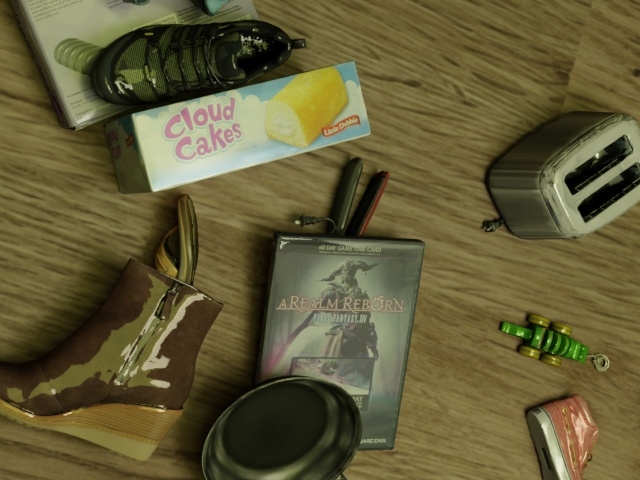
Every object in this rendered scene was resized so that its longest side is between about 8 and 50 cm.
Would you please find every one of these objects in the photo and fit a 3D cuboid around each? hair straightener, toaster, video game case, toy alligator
[{"bbox_3d":[0.000,0.000,1.374,0.089,0.047,0.231,27,87,-21],"label":"hair straightener"},{"bbox_3d":[0.324,-0.081,1.442,0.227,0.146,0.129,-32,103,-18],"label":"toaster"},{"bbox_3d":[0.019,0.129,1.365,0.196,0.026,0.274,3,104,-22],"label":"video game case"},{"bbox_3d":[0.331,0.145,1.508,0.189,0.051,0.056,21,85,-22],"label":"toy alligator"}]

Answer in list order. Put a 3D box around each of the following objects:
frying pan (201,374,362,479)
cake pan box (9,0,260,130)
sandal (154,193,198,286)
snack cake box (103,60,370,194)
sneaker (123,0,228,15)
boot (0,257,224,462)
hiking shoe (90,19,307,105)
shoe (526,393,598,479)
[{"bbox_3d":[0.006,0.253,1.346,0.326,0.053,0.197,20,111,-31],"label":"frying pan"},{"bbox_3d":[-0.211,-0.284,1.253,0.266,0.070,0.246,-27,105,-19],"label":"cake pan box"},{"bbox_3d":[-0.170,0.036,1.294,0.049,0.072,0.180,4,96,-1],"label":"sandal"},{"bbox_3d":[-0.096,-0.127,1.263,0.264,0.152,0.089,-17,99,-21],"label":"snack cake box"},{"bbox_3d":[-0.112,-0.313,1.221,0.261,0.104,0.125,-10,114,-20],"label":"sneaker"},{"bbox_3d":[-0.253,0.113,1.230,0.248,0.090,0.207,23,89,-15],"label":"boot"},{"bbox_3d":[-0.132,-0.199,1.193,0.226,0.114,0.086,-19,101,-22],"label":"hiking shoe"},{"bbox_3d":[0.345,0.300,1.515,0.081,0.063,0.178,-19,96,-15],"label":"shoe"}]
